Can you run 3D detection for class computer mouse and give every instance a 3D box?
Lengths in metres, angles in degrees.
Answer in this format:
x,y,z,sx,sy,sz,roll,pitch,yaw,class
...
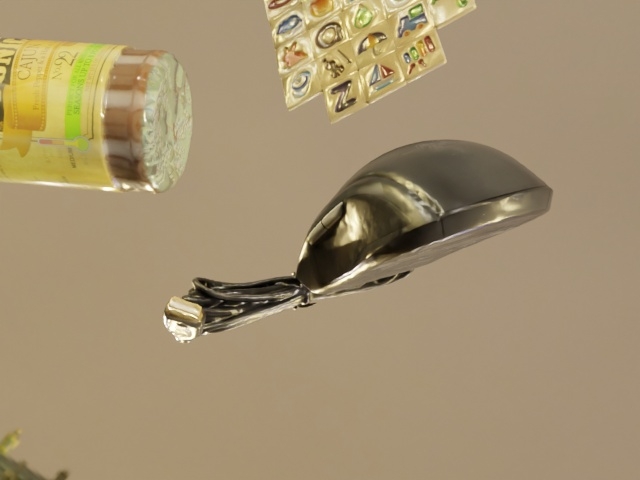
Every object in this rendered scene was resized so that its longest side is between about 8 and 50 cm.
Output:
x,y,z,sx,sy,sz,roll,pitch,yaw,class
0.000,0.000,0.524,0.262,0.184,0.060,142,-68,-71,computer mouse

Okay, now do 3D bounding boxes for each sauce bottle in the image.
x,y,z,sx,sy,sz,roll,pitch,yaw,class
-0.276,-0.100,0.700,0.344,0.111,0.111,4,-43,7,sauce bottle

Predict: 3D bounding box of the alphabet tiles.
x,y,z,sx,sy,sz,roll,pitch,yaw,class
0.056,-0.327,1.269,0.285,0.343,0.011,-27,-36,21,alphabet tiles
